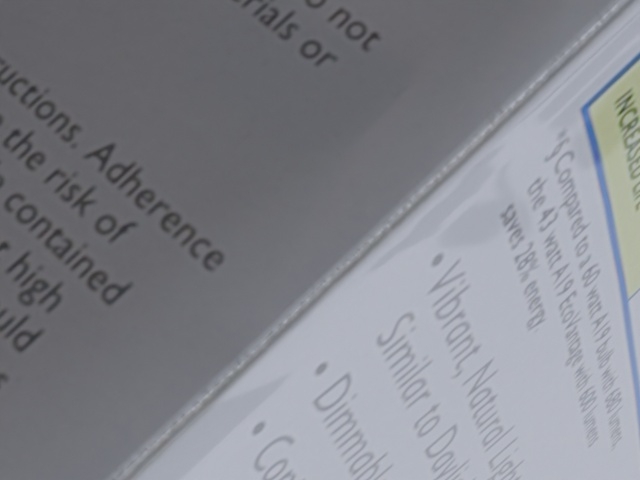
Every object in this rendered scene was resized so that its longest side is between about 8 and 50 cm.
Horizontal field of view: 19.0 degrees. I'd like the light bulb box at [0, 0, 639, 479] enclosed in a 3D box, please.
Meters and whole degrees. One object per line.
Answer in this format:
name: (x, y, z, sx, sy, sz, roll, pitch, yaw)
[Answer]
light bulb box: (0.000, 0.000, 0.535, 0.361, 0.225, 0.358, -43, 151, -13)
